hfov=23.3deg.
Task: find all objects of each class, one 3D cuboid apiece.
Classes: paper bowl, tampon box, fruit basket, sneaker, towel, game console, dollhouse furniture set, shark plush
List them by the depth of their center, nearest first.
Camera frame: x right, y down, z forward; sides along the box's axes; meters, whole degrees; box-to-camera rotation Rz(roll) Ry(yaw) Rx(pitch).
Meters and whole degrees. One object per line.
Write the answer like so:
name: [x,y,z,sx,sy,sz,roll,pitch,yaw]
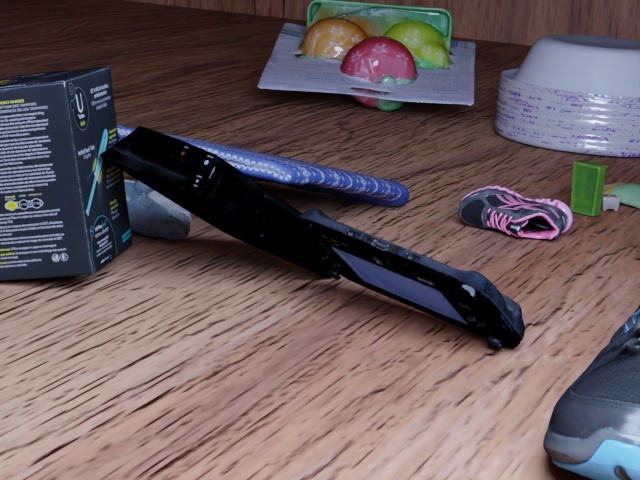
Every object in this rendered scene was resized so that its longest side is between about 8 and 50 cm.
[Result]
sneaker: [0.236,0.065,1.014,0.125,0.139,0.341,12,16,23]
game console: [0.000,0.000,1.260,0.361,0.044,0.213,22,-7,37]
tampon box: [-0.231,-0.058,1.305,0.102,0.161,0.120,-4,11,11]
shark plush: [-0.202,-0.031,1.478,0.161,0.073,0.067,10,44,-2]
towel: [-0.070,-0.072,1.590,0.243,0.040,0.336,12,3,22]
sneaker: [0.197,-0.023,1.599,0.119,0.047,0.057,7,25,15]
dollhouse furniture set: [0.342,-0.066,1.780,0.152,0.058,0.076,-9,19,-44]
paper bowl: [0.399,-0.214,2.239,0.284,0.148,0.284,5,14,-1]
fruit basket: [0.083,-0.271,2.457,0.327,0.165,0.353,5,29,3]
